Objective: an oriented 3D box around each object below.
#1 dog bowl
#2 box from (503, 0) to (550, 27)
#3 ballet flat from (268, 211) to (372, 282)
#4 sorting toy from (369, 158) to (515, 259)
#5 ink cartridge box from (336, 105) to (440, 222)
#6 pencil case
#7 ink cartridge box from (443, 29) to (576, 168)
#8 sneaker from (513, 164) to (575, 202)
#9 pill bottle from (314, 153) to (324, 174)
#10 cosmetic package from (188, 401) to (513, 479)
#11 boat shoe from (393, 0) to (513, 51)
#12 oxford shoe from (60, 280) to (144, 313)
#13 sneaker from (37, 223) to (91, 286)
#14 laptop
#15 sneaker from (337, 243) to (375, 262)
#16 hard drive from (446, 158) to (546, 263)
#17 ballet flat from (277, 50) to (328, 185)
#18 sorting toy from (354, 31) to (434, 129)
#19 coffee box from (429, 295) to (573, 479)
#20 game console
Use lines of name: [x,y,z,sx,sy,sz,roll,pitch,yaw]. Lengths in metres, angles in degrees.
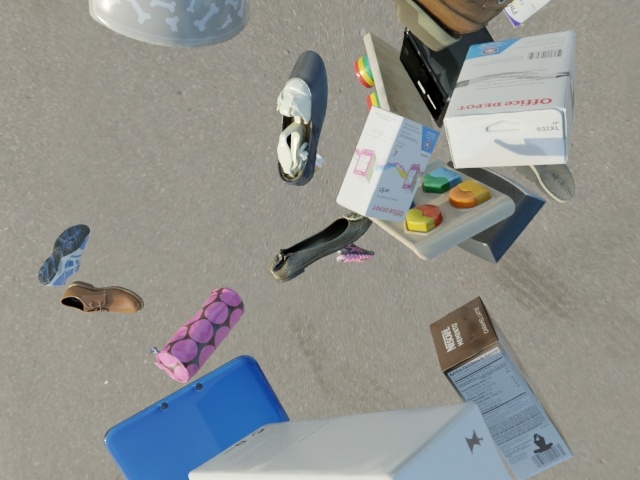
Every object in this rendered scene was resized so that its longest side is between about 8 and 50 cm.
dog bowl: [-0.297,-0.519,1.180,0.348,0.349,0.102,22,137,-2]
box: [0.303,-0.420,0.965,0.072,0.137,0.126,-32,106,31]
ballet flat: [0.000,0.000,1.246,0.249,0.084,0.058,-32,111,-16]
sorting toy: [0.189,-0.066,1.040,0.192,0.208,0.038,-27,128,-14]
ink cartridge box: [0.081,-0.088,0.735,0.052,0.088,0.123,32,106,37]
pencil case: [-0.249,0.190,1.268,0.098,0.209,0.095,-18,113,47]
ink cartridge box: [0.401,-0.291,1.263,0.223,0.308,0.129,1,133,27]
sneaker: [0.604,-0.180,1.664,0.083,0.118,0.222,-29,67,0]
pill bottle: [-0.026,-0.218,1.827,0.043,0.043,0.083,43,92,-7]
cosmetic package: [0.031,0.361,0.781,0.453,0.161,0.230,-27,87,49]
boat shoe: [0.070,-0.261,0.493,0.104,0.307,0.111,-21,74,33]
oxford shoe: [-0.543,0.157,1.523,0.212,0.076,0.076,5,120,11]
sneaker: [-0.745,0.044,1.812,0.080,0.081,0.211,36,88,28]
laptop: [0.319,-0.452,1.539,0.136,0.264,0.234,-26,79,-3]
sneaker: [0.096,0.028,1.673,0.119,0.047,0.057,1,68,-30]
hard drive: [0.308,-0.073,1.243,0.172,0.254,0.054,-51,127,1]
ballet flat: [-0.032,-0.173,0.902,0.074,0.074,0.203,8,115,1]
sorting toy: [0.203,-0.424,1.756,0.089,0.257,0.256,-23,71,34]
coffee box: [0.282,0.232,0.969,0.098,0.141,0.247,-32,107,13]
game console: [-0.198,0.367,1.130,0.293,0.250,0.173,-28,71,-6]
